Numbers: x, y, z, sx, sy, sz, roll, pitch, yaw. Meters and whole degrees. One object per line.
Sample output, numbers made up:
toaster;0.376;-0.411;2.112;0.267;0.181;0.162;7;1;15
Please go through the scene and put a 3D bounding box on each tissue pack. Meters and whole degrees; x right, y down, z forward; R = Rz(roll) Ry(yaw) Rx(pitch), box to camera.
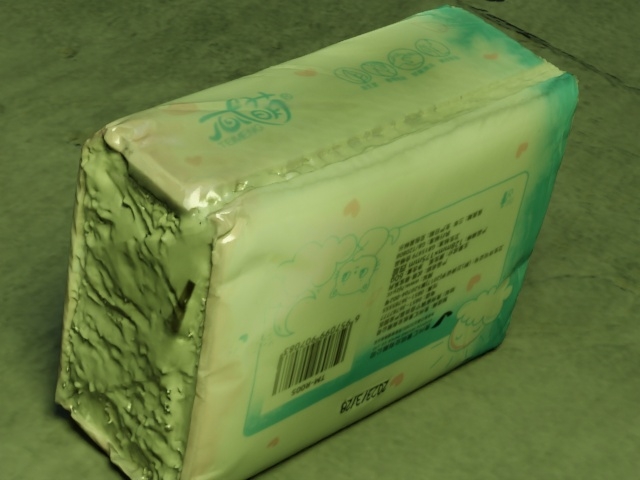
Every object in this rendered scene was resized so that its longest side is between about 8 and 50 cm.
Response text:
tissue pack;0.000;0.002;0.971;0.124;0.201;0.271;33;39;33
